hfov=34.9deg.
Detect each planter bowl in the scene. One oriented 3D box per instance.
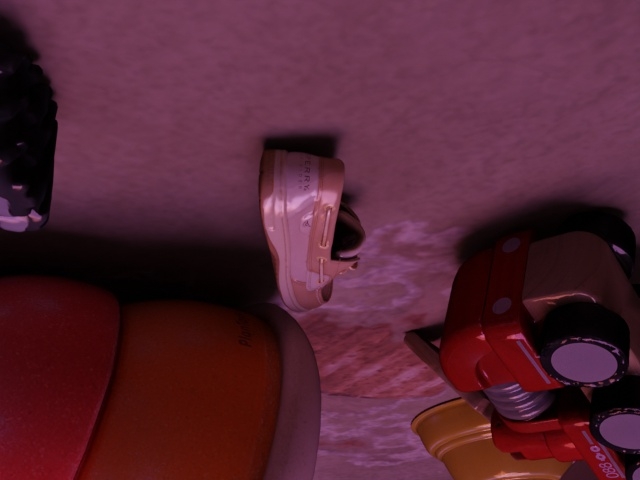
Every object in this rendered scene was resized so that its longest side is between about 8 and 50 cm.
[{"bbox_3d":[0.216,0.245,1.164,0.217,0.090,0.217,-4,154,-2],"label":"planter bowl"}]

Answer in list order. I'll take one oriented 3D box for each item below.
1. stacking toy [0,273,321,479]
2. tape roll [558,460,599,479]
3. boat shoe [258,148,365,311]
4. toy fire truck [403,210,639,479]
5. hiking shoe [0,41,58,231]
[{"bbox_3d":[-0.271,0.120,0.696,0.480,0.350,0.350,28,143,-18],"label":"stacking toy"},{"bbox_3d":[0.391,0.179,0.877,0.392,0.072,0.392,-26,176,-2],"label":"tape roll"},{"bbox_3d":[0.000,0.000,0.661,0.059,0.063,0.170,-1,154,7],"label":"boat shoe"},{"bbox_3d":[0.150,0.093,0.796,0.246,0.158,0.217,-16,128,33],"label":"toy fire truck"},{"bbox_3d":[-0.208,-0.077,0.414,0.132,0.113,0.304,-6,154,1],"label":"hiking shoe"}]
